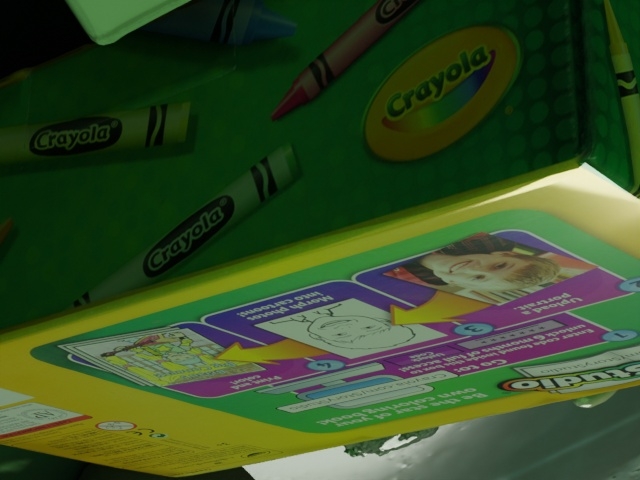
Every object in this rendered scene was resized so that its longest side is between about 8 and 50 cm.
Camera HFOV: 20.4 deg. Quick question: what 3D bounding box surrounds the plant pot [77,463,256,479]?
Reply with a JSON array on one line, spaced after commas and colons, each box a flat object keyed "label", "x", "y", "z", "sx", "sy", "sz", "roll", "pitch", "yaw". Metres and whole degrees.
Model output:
[{"label": "plant pot", "x": -0.066, "y": 0.152, "z": 0.759, "sx": 0.109, "sy": 0.096, "sz": 0.109, "roll": 3, "pitch": 137, "yaw": -30}]

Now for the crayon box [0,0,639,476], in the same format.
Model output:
[{"label": "crayon box", "x": 0.000, "y": 0.000, "z": 0.520, "sx": 0.278, "sy": 0.081, "sz": 0.165, "roll": -17, "pitch": 155, "yaw": 36}]

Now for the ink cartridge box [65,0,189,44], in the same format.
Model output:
[{"label": "ink cartridge box", "x": -0.026, "y": -0.156, "z": 0.359, "sx": 0.158, "sy": 0.092, "sz": 0.218, "roll": -27, "pitch": 155, "yaw": 0}]

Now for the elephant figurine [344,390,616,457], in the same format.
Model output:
[{"label": "elephant figurine", "x": 0.142, "y": -0.010, "z": 0.612, "sx": 0.239, "sy": 0.186, "sz": 0.169, "roll": 5, "pitch": 176, "yaw": -27}]
